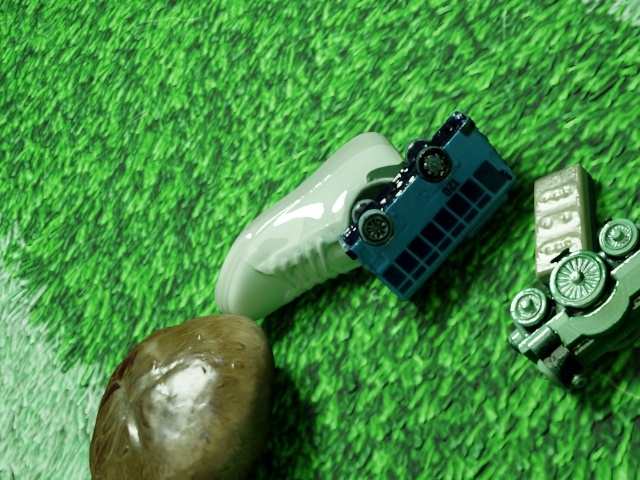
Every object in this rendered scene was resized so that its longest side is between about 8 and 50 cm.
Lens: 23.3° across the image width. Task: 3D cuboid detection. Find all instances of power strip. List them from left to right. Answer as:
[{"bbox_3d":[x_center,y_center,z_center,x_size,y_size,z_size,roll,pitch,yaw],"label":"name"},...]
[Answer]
[{"bbox_3d":[0.238,-0.016,1.509,0.056,0.032,0.123,-20,49,30],"label":"power strip"}]

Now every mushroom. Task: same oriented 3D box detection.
[{"bbox_3d":[-0.154,0.197,1.630,0.278,0.146,0.278,-32,38,29],"label":"mushroom"}]

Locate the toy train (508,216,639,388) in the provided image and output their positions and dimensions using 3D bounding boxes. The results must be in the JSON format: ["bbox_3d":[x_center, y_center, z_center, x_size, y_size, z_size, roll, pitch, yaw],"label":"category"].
[{"bbox_3d":[0.255,0.059,1.413,0.178,0.071,0.105,-40,52,11],"label":"toy train"}]

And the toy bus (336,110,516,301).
[{"bbox_3d":[0.112,-0.036,1.584,0.185,0.106,0.090,-47,10,5],"label":"toy bus"}]

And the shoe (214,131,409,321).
[{"bbox_3d":[0.000,0.000,1.673,0.265,0.095,0.110,-48,41,0],"label":"shoe"}]
